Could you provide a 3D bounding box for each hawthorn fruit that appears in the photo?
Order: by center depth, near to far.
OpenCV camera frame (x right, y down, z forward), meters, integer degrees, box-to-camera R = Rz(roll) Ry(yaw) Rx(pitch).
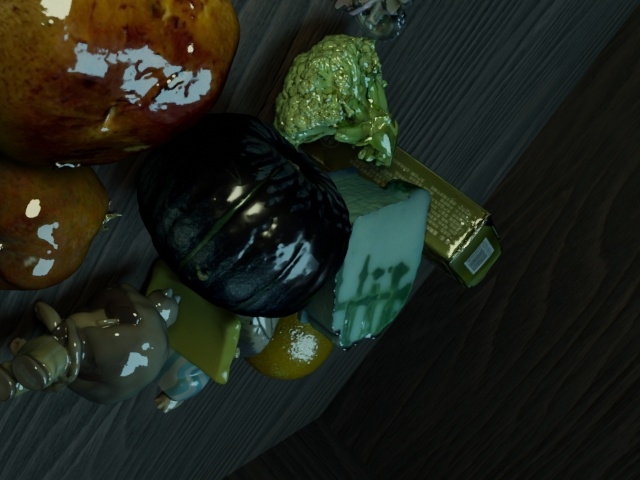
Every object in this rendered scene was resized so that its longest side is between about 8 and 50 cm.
[{"bbox_3d":[-0.391,-0.044,1.371,0.208,0.208,0.248,-55,180,28],"label":"hawthorn fruit"}]

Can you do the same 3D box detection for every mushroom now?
[{"bbox_3d":[-0.278,-0.233,1.208,0.345,0.259,0.345,-14,151,-8],"label":"mushroom"}]

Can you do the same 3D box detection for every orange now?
[{"bbox_3d":[-0.090,0.211,2.503,0.274,0.274,0.274,-40,162,-16],"label":"orange"}]

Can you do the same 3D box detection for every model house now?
[{"bbox_3d":[0.000,0.000,1.981,0.252,0.329,0.295,-25,130,-42],"label":"model house"}]

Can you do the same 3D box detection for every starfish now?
[{"bbox_3d":[-0.377,-0.028,1.708,0.086,0.016,0.092,-40,165,-10],"label":"starfish"}]

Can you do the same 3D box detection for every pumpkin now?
[{"bbox_3d":[-0.121,-0.044,1.683,0.266,0.363,0.363,-50,163,18],"label":"pumpkin"}]

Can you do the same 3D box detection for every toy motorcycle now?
[{"bbox_3d":[0.109,-0.459,1.632,0.143,0.188,0.327,-48,-179,-29],"label":"toy motorcycle"}]

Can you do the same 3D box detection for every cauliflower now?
[{"bbox_3d":[0.050,-0.237,1.825,0.275,0.250,0.272,-40,165,-32],"label":"cauliflower"}]

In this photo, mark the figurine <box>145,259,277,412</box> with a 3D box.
[{"bbox_3d":[-0.185,0.150,2.162,0.378,0.266,0.361,-26,160,-47],"label":"figurine"}]

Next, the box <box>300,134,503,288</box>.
[{"bbox_3d":[0.186,-0.088,2.185,0.138,0.420,0.373,-52,163,0],"label":"box"}]

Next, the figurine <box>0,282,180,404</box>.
[{"bbox_3d":[-0.417,0.200,1.819,0.248,0.203,0.380,-50,162,26],"label":"figurine"}]
